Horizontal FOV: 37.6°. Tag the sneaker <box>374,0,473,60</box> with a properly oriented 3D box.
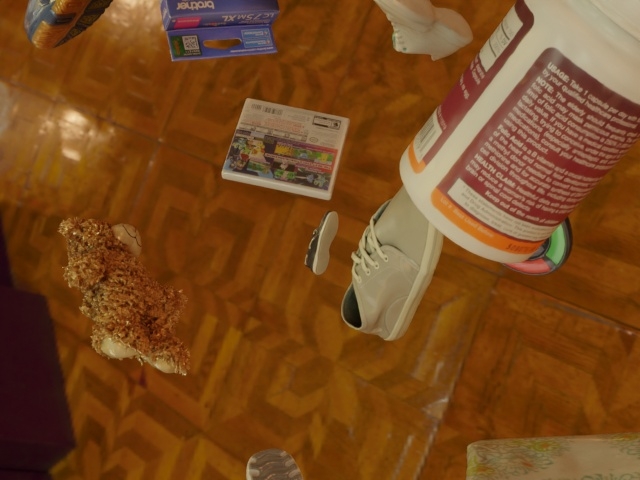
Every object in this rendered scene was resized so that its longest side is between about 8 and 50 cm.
[{"bbox_3d":[0.134,-0.330,1.439,0.094,0.212,0.080,-34,48,37],"label":"sneaker"}]

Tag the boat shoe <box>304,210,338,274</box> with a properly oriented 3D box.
[{"bbox_3d":[0.000,0.000,1.714,0.038,0.046,0.125,30,121,34],"label":"boat shoe"}]

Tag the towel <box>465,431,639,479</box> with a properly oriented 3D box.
[{"bbox_3d":[0.375,0.376,1.402,0.320,0.374,0.090,-2,98,11],"label":"towel"}]

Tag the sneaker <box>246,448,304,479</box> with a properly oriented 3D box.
[{"bbox_3d":[-0.034,0.437,1.320,0.115,0.105,0.281,101,157,-52],"label":"sneaker"}]

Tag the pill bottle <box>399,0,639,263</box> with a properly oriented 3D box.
[{"bbox_3d":[0.293,-0.178,1.172,0.392,0.224,0.224,-53,47,31],"label":"pill bottle"}]

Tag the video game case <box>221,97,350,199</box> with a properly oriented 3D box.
[{"bbox_3d":[-0.061,-0.169,1.720,0.201,0.023,0.184,12,57,3],"label":"video game case"}]

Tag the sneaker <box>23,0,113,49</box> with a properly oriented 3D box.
[{"bbox_3d":[-0.301,-0.378,1.154,0.131,0.112,0.296,39,115,4],"label":"sneaker"}]

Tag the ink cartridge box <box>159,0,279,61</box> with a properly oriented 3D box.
[{"bbox_3d":[-0.176,-0.449,1.516,0.065,0.185,0.311,150,111,-69],"label":"ink cartridge box"}]

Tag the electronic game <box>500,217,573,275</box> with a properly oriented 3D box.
[{"bbox_3d":[0.329,-0.038,1.606,0.048,0.229,0.229,-38,37,-30],"label":"electronic game"}]

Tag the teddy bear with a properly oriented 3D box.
[{"bbox_3d":[-0.304,0.077,1.485,0.113,0.245,0.338,-52,27,17],"label":"teddy bear"}]

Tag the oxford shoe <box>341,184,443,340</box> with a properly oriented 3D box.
[{"bbox_3d":[0.125,0.025,1.678,0.449,0.130,0.169,105,167,-47],"label":"oxford shoe"}]
